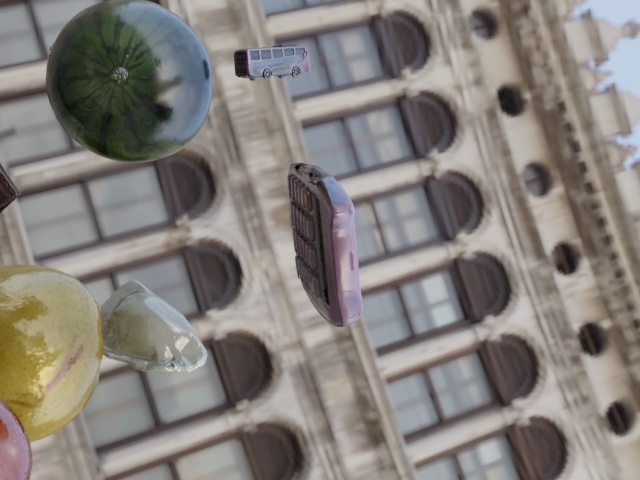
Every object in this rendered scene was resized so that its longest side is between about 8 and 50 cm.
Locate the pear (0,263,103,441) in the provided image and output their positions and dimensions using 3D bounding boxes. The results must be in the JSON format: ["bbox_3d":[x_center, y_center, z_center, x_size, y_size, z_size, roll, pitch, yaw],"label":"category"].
[{"bbox_3d":[-0.509,0.187,2.069,0.314,0.314,0.314,40,-41,48],"label":"pear"}]

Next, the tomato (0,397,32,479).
[{"bbox_3d":[-0.430,0.259,1.445,0.208,0.208,0.184,48,0,42],"label":"tomato"}]

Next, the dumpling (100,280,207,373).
[{"bbox_3d":[-0.310,0.169,2.243,0.229,0.151,0.124,35,-31,28],"label":"dumpling"}]

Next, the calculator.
[{"bbox_3d":[0.001,-0.001,1.625,0.294,0.043,0.194,-139,-139,-72],"label":"calculator"}]

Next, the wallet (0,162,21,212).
[{"bbox_3d":[-0.531,-0.127,1.783,0.255,0.137,0.031,56,14,11],"label":"wallet"}]

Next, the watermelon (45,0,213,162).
[{"bbox_3d":[-0.272,-0.229,1.821,0.242,0.242,0.242,40,-41,48],"label":"watermelon"}]

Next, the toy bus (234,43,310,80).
[{"bbox_3d":[-0.072,-0.266,1.890,0.037,0.131,0.052,1,-81,45],"label":"toy bus"}]

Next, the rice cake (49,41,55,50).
[{"bbox_3d":[-0.410,-0.322,2.049,0.021,0.022,0.121,59,16,-17],"label":"rice cake"}]
